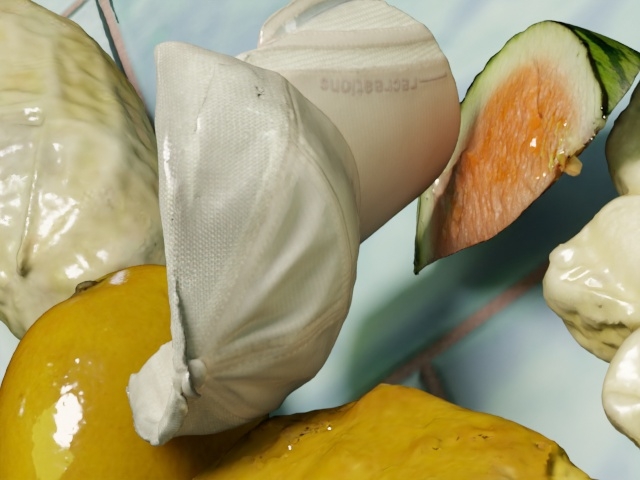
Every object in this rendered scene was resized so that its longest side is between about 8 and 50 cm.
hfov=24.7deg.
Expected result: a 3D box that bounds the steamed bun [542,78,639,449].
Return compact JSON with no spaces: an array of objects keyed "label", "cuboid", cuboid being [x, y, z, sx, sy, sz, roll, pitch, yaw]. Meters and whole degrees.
[{"label":"steamed bun","cuboid":[0.264,0.005,0.655,0.292,0.137,0.295,15,69,47]}]

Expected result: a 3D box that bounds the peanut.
[{"label":"peanut","cuboid":[-0.203,-0.057,1.050,0.174,0.158,0.340,-12,46,-11]}]

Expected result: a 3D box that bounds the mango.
[{"label":"mango","cuboid":[-0.113,0.135,0.856,0.139,0.175,0.254,-21,53,43]}]

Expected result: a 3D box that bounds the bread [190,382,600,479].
[{"label":"bread","cuboid":[0.018,0.266,0.654,0.398,0.215,0.398,-22,53,32]}]

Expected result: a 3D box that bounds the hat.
[{"label":"hat","cuboid":[0.000,0.000,0.742,0.164,0.226,0.219,52,146,41]}]

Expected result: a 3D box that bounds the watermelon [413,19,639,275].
[{"label":"watermelon","cuboid":[0.112,-0.050,0.791,0.245,0.063,0.119,-42,25,63]}]
